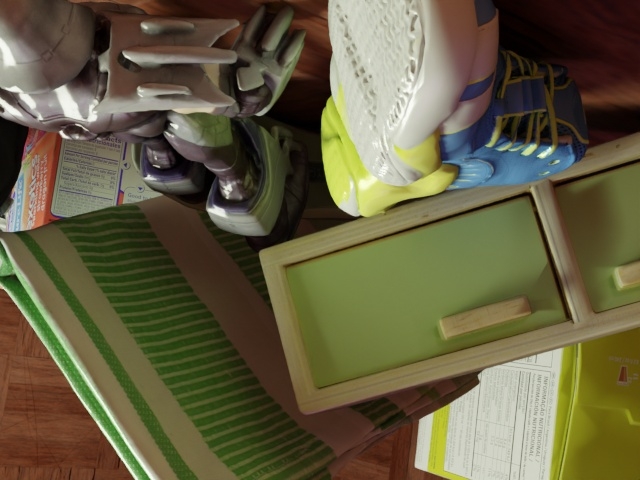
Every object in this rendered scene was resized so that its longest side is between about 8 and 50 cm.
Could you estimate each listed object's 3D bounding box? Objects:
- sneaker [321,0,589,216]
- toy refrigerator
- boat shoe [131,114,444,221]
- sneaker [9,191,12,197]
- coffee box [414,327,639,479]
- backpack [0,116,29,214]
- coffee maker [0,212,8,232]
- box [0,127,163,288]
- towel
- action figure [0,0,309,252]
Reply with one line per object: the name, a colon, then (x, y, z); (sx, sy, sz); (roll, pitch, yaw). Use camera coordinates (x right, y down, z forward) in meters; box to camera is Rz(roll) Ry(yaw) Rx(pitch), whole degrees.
sneaker: (0.068, -0.071, 0.422); (0.126, 0.091, 0.240); (-10, 175, -6)
toy refrigerator: (0.110, 0.019, 0.559); (0.269, 0.102, 0.094); (-17, 169, 10)
boat shoe: (-0.025, -0.046, 0.699); (0.227, 0.079, 0.081); (6, 170, -13)
sneaker: (-0.429, -0.070, 0.940); (0.283, 0.107, 0.124); (8, 180, 2)
coffee box: (0.385, 0.220, 1.451); (0.337, 0.338, 0.334); (11, 173, -26)
backpack: (-0.366, -0.036, 0.635); (0.290, 0.273, 0.355); (4, -171, -27)
coffee maker: (-0.325, -0.042, 1.109); (0.178, 0.120, 0.171); (4, -162, 43)
box: (-0.118, -0.008, 0.857); (0.300, 0.154, 0.142); (10, 175, -30)
towel: (-0.038, 0.053, 0.671); (0.325, 0.248, 0.038); (-20, 155, -50)
action figure: (-0.091, -0.074, 0.486); (0.185, 0.099, 0.285); (14, 172, 16)
